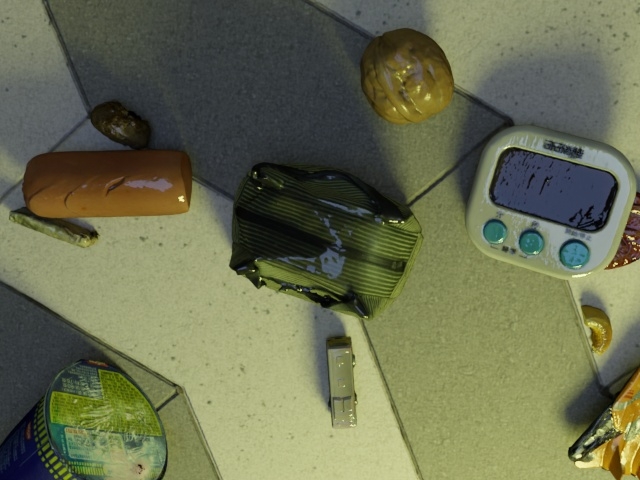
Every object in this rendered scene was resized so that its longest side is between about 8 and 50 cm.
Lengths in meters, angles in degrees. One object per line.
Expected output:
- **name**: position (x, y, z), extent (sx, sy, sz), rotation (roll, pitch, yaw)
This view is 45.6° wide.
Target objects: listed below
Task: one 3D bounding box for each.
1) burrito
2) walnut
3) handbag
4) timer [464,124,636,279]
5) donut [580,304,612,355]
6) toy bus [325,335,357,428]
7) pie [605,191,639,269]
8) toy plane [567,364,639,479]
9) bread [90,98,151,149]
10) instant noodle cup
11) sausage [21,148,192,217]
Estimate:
- **burrito**: position (-0.503, -0.026, 1.426), extent (0.171, 0.051, 0.042), rotation (22, 94, 1)
- **walnut**: position (0.143, -0.275, 1.278), extent (0.166, 0.149, 0.167), rotation (15, 133, 17)
- **handbag**: position (0.000, 0.000, 1.290), extent (0.340, 0.240, 0.247), rotation (18, 97, 3)
- **timer**: position (0.390, -0.066, 1.299), extent (0.262, 0.087, 0.237), rotation (18, 101, 16)
- **donut**: position (0.495, 0.165, 1.372), extent (0.067, 0.038, 0.083), rotation (15, 99, 0)
- **toy bus**: position (0.039, 0.267, 1.416), extent (0.057, 0.072, 0.172), rotation (-4, 100, 2)
- **pie**: position (0.516, -0.020, 1.338), extent (0.154, 0.036, 0.155), rotation (1, 101, 6)
- **toy plane**: position (0.575, 0.278, 1.359), extent (0.204, 0.103, 0.316), rotation (12, 94, 1)
- **bread**: position (-0.358, -0.209, 1.365), extent (0.113, 0.082, 0.060), rotation (32, 99, -4)
- **instant noodle cup**: position (-0.489, 0.422, 1.412), extent (0.312, 0.284, 0.284), rotation (-38, 95, 19)
- **sausage**: position (-0.382, -0.102, 1.365), extent (0.304, 0.121, 0.121), rotation (-1, 100, 5)
